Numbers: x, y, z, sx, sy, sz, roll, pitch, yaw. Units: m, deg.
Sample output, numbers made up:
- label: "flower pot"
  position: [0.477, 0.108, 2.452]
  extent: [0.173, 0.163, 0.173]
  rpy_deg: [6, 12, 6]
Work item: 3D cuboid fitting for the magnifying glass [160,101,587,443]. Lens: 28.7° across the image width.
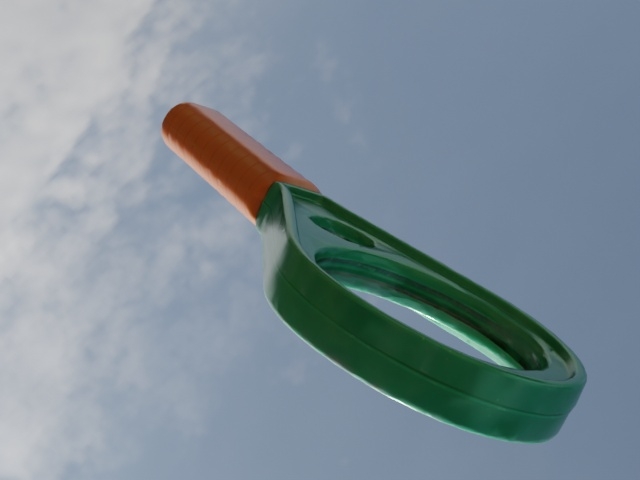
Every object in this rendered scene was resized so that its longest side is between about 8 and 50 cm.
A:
- label: "magnifying glass"
  position: [0.000, 0.000, 0.414]
  extent: [0.231, 0.092, 0.026]
  rpy_deg: [43, -67, 53]
